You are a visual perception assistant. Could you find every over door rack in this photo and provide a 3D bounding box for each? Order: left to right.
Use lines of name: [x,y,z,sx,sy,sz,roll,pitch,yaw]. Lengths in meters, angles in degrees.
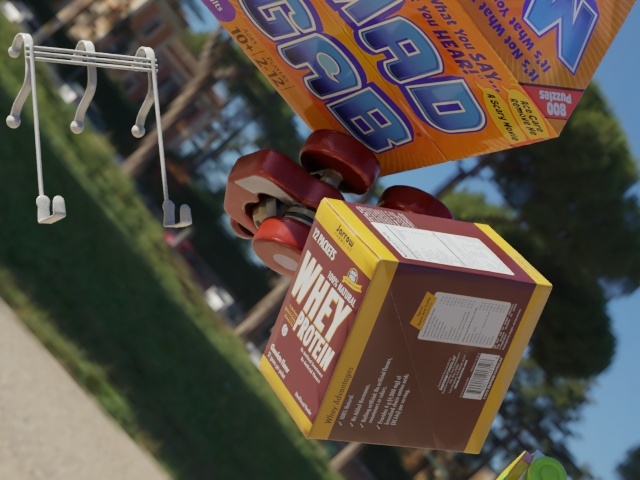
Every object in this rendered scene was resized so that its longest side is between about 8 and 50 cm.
over door rack: [-0.354,-0.158,2.401,0.108,0.240,0.324,-38,-122,48]

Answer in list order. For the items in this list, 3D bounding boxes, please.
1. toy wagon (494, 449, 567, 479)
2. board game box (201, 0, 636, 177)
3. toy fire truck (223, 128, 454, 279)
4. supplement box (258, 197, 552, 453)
toy wagon: [0.210,0.435,2.140,0.068,0.344,0.267,41,-34,7]
board game box: [0.133,-0.340,1.879,0.356,0.356,0.356,-11,-52,49]
toy fire truck: [0.000,0.000,1.934,0.302,0.169,0.254,36,-25,-21]
supplement box: [0.077,0.083,1.459,0.194,0.191,0.129,9,22,-29]
